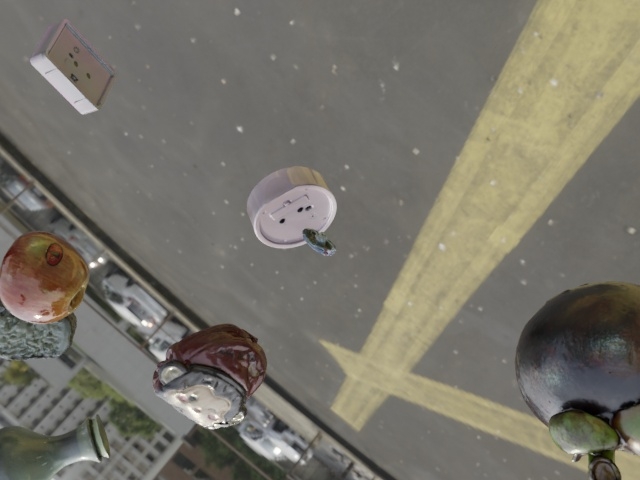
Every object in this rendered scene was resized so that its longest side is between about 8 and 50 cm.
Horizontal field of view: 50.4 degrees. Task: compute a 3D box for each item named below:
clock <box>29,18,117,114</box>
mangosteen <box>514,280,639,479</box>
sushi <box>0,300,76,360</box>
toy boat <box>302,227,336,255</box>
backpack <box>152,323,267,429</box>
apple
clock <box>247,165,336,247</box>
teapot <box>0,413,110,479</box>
[{"bbox_3d":[-0.626,-0.438,1.733,0.063,0.150,0.197,-11,140,28],"label":"clock"},{"bbox_3d":[0.482,0.242,1.125,0.305,0.360,0.306,2,149,1],"label":"mangosteen"},{"bbox_3d":[-0.660,0.192,1.510,0.224,0.124,0.127,6,-172,-20],"label":"sushi"},{"bbox_3d":[0.000,0.000,1.264,0.083,0.038,0.038,36,160,33],"label":"toy boat"},{"bbox_3d":[-0.211,0.263,1.365,0.229,0.229,0.139,56,-175,-34],"label":"backpack"},{"bbox_3d":[-0.450,0.064,1.110,0.130,0.146,0.146,23,161,-11],"label":"apple"},{"bbox_3d":[-0.065,-0.073,1.549,0.197,0.196,0.068,69,176,-51],"label":"clock"},{"bbox_3d":[-0.612,0.482,1.532,0.183,0.250,0.184,162,90,-76],"label":"teapot"}]
